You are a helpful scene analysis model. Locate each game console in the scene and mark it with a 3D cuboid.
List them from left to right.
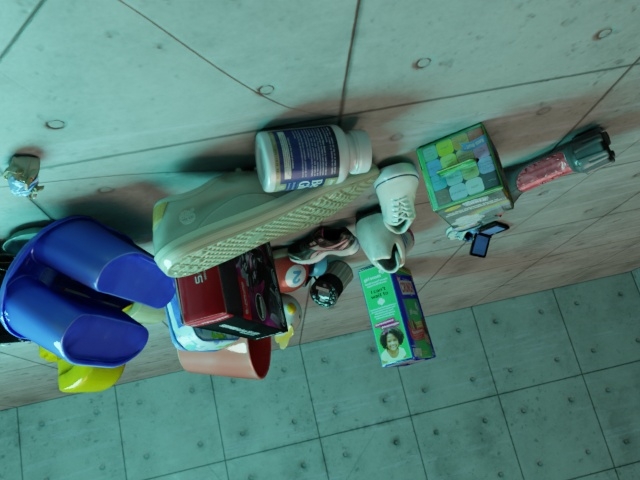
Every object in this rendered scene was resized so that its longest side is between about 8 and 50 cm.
[{"bbox_3d":[0.507,-0.001,1.802,0.107,0.071,0.122,-24,161,33],"label":"game console"}]

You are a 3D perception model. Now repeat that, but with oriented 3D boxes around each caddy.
[{"bbox_3d":[-0.424,0.093,1.107,0.179,0.241,0.341,27,172,17],"label":"caddy"}]

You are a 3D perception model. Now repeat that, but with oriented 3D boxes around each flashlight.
[{"bbox_3d":[0.459,-0.134,1.282,0.304,0.103,0.103,-24,157,36],"label":"flashlight"}]

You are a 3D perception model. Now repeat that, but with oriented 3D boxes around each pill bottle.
[{"bbox_3d":[-0.010,-0.130,0.936,0.169,0.094,0.094,-9,163,-15],"label":"pill bottle"}]

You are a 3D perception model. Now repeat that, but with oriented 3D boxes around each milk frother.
[{"bbox_3d":[0.025,0.088,1.694,0.143,0.129,0.135,-63,173,33],"label":"milk frother"}]

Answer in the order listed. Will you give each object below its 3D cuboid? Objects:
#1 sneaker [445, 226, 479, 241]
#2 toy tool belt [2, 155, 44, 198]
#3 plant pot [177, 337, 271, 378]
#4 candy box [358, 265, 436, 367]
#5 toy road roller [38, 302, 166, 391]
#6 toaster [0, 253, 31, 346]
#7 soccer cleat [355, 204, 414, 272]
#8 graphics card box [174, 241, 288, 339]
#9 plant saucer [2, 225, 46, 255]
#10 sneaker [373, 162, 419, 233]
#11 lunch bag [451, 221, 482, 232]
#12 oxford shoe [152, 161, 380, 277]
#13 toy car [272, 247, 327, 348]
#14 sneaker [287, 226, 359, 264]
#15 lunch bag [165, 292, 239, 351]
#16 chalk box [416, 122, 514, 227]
[{"bbox_3d":[0.396,-0.020,1.679,0.052,0.058,0.135,-7,163,-20],"label":"sneaker"},{"bbox_3d":[-0.420,-0.081,0.854,0.052,0.051,0.083,-4,161,-29],"label":"toy tool belt"},{"bbox_3d":[-0.306,0.314,1.912,0.243,0.275,0.275,-7,165,9],"label":"plant pot"},{"bbox_3d":[0.254,0.246,1.983,0.122,0.317,0.268,-22,163,20],"label":"candy box"},{"bbox_3d":[-0.520,0.230,1.460,0.329,0.240,0.202,-18,163,15],"label":"toy road roller"},{"bbox_3d":[-0.617,0.103,1.095,0.168,0.185,0.110,-1,174,-25],"label":"toaster"},{"bbox_3d":[0.164,0.022,1.485,0.116,0.143,0.331,-19,163,17],"label":"soccer cleat"},{"bbox_3d":[-0.179,0.072,1.227,0.094,0.233,0.371,-17,162,9],"label":"graphics card box"},{"bbox_3d":[-0.512,-0.001,1.097,0.119,0.021,0.119,-13,163,-4],"label":"plant saucer"},{"bbox_3d":[0.166,-0.082,1.237,0.094,0.091,0.258,-16,163,7],"label":"sneaker"},{"bbox_3d":[0.382,-0.052,1.576,0.071,0.053,0.083,-20,171,24],"label":"lunch bag"},{"bbox_3d":[-0.085,-0.074,1.036,0.449,0.130,0.169,-21,163,-28],"label":"oxford shoe"},{"bbox_3d":[-0.098,0.156,1.553,0.219,0.238,0.210,-2,160,-35],"label":"toy car"},{"bbox_3d":[0.000,0.000,1.453,0.178,0.072,0.077,-14,138,15],"label":"sneaker"},{"bbox_3d":[-0.290,0.151,1.424,0.090,0.219,0.176,-29,160,25],"label":"lunch bag"},{"bbox_3d":[0.268,-0.122,1.125,0.132,0.132,0.213,-19,162,20],"label":"chalk box"}]
